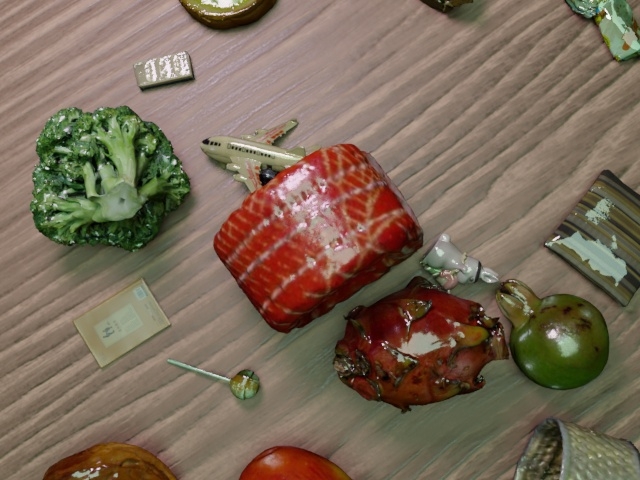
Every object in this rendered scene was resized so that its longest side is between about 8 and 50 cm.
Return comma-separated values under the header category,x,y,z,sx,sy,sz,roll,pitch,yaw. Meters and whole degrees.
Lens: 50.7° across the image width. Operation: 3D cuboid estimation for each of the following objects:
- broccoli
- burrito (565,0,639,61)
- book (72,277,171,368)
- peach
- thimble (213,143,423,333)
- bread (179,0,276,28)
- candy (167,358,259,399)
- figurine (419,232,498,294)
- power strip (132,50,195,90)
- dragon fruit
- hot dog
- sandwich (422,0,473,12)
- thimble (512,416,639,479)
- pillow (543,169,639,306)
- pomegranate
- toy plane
category,x,y,z,sx,sy,sz,roll,pitch,yaw
broccoli,-0.408,-0.109,1.293,0.308,0.275,0.307,-8,118,-16
burrito,0.584,-0.495,1.419,0.104,0.054,0.288,-26,88,1
book,-0.413,0.171,1.403,0.172,0.012,0.118,-32,86,-2
peach,-0.045,0.528,1.268,0.281,0.238,0.281,14,119,27
thimble,0.000,0.000,1.256,0.350,0.350,0.230,-34,81,-2
bread,-0.203,-0.561,1.423,0.236,0.070,0.236,0,85,0
candy,-0.221,0.273,1.381,0.202,0.061,0.061,16,86,10
figurine,0.281,0.060,1.383,0.146,0.081,0.098,37,131,-2
power strip,-0.333,-0.359,1.429,0.123,0.032,0.056,-13,85,1
dragon fruit,0.189,0.198,1.291,0.315,0.250,0.250,-29,86,13
hot dog,-0.384,0.575,1.301,0.267,0.174,0.387,-23,95,1
sandwich,0.219,-0.622,1.408,0.292,0.109,0.212,29,80,0
thimble,0.464,0.471,1.245,0.150,0.271,0.270,19,86,4
pillow,0.602,-0.006,1.383,0.208,0.052,0.212,40,85,6
pomegranate,0.465,0.172,1.321,0.190,0.159,0.241,-17,81,-1
toy plane,-0.128,-0.170,1.373,0.244,0.092,0.229,6,51,15
